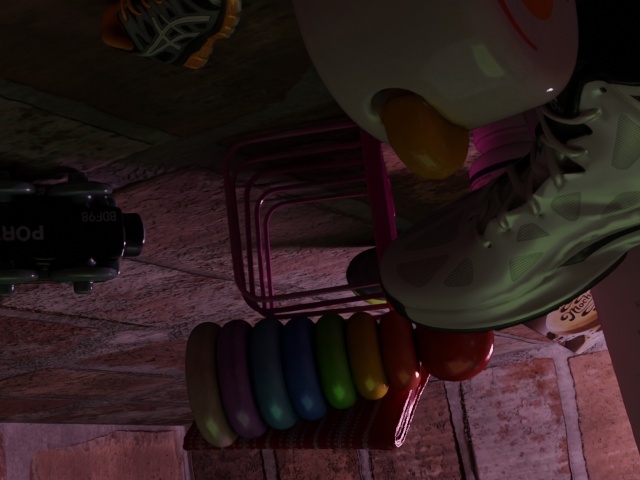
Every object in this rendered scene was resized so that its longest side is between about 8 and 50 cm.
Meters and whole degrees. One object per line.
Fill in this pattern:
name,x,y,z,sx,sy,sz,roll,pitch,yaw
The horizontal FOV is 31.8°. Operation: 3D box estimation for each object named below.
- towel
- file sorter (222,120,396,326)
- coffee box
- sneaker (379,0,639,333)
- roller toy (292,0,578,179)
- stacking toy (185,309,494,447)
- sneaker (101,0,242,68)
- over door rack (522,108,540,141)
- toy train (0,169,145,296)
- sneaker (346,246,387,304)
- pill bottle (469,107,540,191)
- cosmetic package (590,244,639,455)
towel,-0.008,0.179,1.323,0.274,0.031,0.199,-6,-149,26
file sorter,0.000,0.000,1.335,0.182,0.202,0.291,-8,165,5
coffee box,0.364,0.050,1.683,0.168,0.119,0.297,-39,142,20
sneaker,0.206,-0.084,0.999,0.447,0.169,0.257,-23,132,26
roller toy,0.076,-0.165,0.769,0.146,0.209,0.191,-17,-160,34
stacking toy,0.026,0.135,1.228,0.330,0.141,0.141,-10,165,8
sneaker,-0.110,-0.183,0.829,0.083,0.084,0.215,2,164,-18
over door rack,0.334,-0.157,1.114,0.324,0.108,0.239,5,161,-42
toy train,-0.375,-0.001,1.281,0.333,0.142,0.190,-3,176,-27
sneaker,0.185,0.023,1.751,0.299,0.111,0.121,-12,156,-9
pill bottle,0.231,-0.053,1.286,0.111,0.187,0.112,-7,165,-2
cosmetic package,0.539,0.051,1.340,0.327,0.394,0.329,-19,175,35
